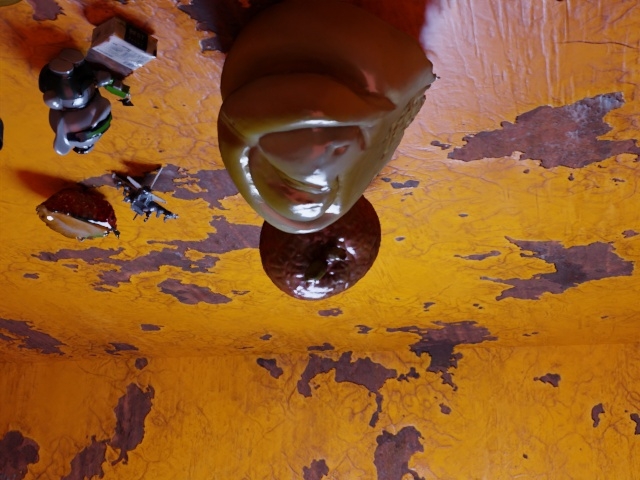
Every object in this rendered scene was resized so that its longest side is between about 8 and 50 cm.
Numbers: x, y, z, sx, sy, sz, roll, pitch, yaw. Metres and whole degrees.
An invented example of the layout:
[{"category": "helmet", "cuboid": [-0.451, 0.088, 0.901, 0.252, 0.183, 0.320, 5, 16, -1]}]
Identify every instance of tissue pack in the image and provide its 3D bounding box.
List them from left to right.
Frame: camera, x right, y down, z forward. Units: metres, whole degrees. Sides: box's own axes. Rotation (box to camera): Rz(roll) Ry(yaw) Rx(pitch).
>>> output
[{"category": "tissue pack", "cuboid": [-0.295, -0.297, 1.448, 0.062, 0.042, 0.083, -16, 153, 42]}]

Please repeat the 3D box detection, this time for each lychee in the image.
[{"category": "lychee", "cuboid": [0.000, 0.000, 1.905, 0.255, 0.300, 0.255, -10, 123, -16]}]

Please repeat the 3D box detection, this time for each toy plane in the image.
[{"category": "toy plane", "cuboid": [-0.366, -0.077, 1.974, 0.160, 0.082, 0.234, 33, 152, -6]}]

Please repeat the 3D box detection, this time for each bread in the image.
[{"category": "bread", "cuboid": [0.008, -0.172, 1.466, 0.329, 0.245, 0.424, 5, 155, -8]}]

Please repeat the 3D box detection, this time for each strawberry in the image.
[{"category": "strawberry", "cuboid": [-0.507, -0.058, 2.025, 0.192, 0.085, 0.140, 12, 158, -23]}]

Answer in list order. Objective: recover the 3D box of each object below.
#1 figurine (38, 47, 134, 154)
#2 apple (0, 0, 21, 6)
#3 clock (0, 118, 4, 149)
[{"category": "figurine", "cuboid": [-0.392, -0.218, 1.558, 0.126, 0.147, 0.192, 18, 141, 10]}, {"category": "apple", "cuboid": [-0.421, -0.352, 1.244, 0.102, 0.099, 0.114, 1, 156, -4]}, {"category": "clock", "cuboid": [-0.661, -0.205, 1.723, 0.185, 0.040, 0.184, 2, 159, 1]}]
